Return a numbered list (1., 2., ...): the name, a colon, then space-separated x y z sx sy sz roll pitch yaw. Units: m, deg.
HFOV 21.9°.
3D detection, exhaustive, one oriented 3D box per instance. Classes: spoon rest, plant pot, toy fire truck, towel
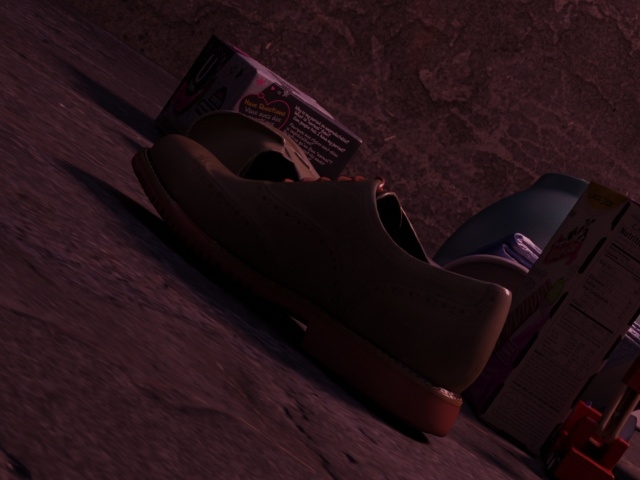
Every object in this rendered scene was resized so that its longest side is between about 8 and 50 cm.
1. spoon rest: 0.208 0.122 1.622 0.276 0.137 0.084 44 28 -18
2. plant pot: 0.283 0.046 1.928 0.293 0.196 0.293 33 -11 7
3. toy fire truck: 0.245 0.150 1.388 0.047 0.135 0.192 35 5 2
4. towel: 0.233 0.100 1.725 0.285 0.034 0.209 35 -36 -21

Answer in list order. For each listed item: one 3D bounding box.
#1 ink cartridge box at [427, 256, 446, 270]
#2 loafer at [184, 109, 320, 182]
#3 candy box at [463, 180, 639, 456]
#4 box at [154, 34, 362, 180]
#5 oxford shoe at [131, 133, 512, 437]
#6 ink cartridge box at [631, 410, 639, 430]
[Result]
1. ink cartridge box: 0.038 0.030 1.447 0.143 0.090 0.092 35 4 14
2. loafer: -0.057 -0.062 1.645 0.268 0.102 0.092 39 0 40
3. candy box: 0.222 0.065 1.490 0.071 0.233 0.159 34 4 -7
4. box: -0.080 -0.135 1.983 0.163 0.142 0.247 33 4 -22
5. oxford shoe: 0.000 0.000 1.222 0.348 0.130 0.123 37 5 30
6. ink cartridge box: 0.518 0.127 2.513 0.130 0.309 0.272 38 5 40
